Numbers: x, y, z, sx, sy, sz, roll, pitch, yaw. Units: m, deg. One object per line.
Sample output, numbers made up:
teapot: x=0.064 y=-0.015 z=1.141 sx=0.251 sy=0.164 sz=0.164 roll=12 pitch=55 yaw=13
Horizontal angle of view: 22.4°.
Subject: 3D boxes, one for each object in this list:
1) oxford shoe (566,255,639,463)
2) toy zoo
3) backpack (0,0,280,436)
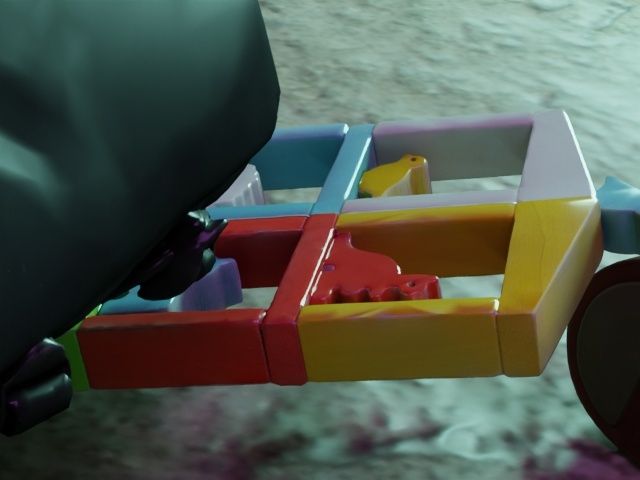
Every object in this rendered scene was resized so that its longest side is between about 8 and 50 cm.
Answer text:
oxford shoe: x=0.272 y=0.083 z=0.638 sx=0.348 sy=0.123 sz=0.130 roll=32 pitch=33 yaw=34
toy zoo: x=0.000 y=0.000 z=0.692 sx=0.293 sy=0.030 sz=0.192 roll=-3 pitch=27 yaw=15
backpack: x=-0.239 y=-0.055 z=0.520 sx=0.355 sy=0.273 sz=0.290 roll=-13 pitch=16 yaw=27
